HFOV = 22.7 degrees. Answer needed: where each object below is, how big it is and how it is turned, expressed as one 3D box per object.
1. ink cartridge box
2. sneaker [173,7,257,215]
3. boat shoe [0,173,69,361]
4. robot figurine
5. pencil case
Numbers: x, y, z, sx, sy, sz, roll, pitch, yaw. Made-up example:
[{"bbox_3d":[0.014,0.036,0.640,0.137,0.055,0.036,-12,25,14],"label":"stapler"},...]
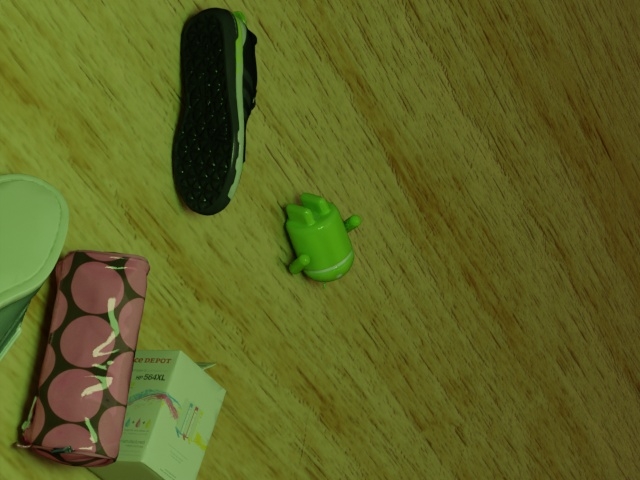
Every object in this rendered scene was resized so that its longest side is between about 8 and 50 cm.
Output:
[{"bbox_3d":[-0.169,0.177,1.617,0.090,0.092,0.143,48,50,-45],"label":"ink cartridge box"},{"bbox_3d":[-0.097,-0.140,1.738,0.097,0.084,0.235,14,78,-57],"label":"sneaker"},{"bbox_3d":[-0.323,0.067,1.410,0.099,0.116,0.319,-61,-176,48],"label":"boat shoe"},{"bbox_3d":[0.000,0.000,1.900,0.101,0.067,0.115,-39,124,-29],"label":"robot figurine"},{"bbox_3d":[-0.227,0.111,1.538,0.095,0.098,0.209,125,-25,-72],"label":"pencil case"}]
